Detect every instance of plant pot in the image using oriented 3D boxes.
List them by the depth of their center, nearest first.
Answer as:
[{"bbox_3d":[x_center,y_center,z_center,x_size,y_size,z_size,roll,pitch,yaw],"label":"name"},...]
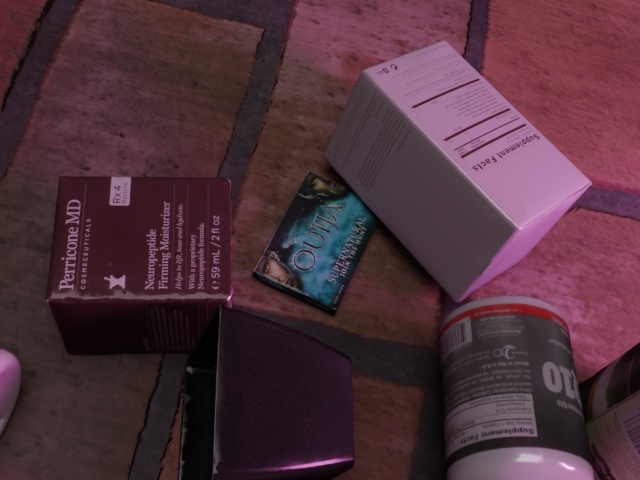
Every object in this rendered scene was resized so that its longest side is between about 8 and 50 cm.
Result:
[{"bbox_3d":[-0.060,0.202,0.869,0.167,0.187,0.188,10,59,-17],"label":"plant pot"}]

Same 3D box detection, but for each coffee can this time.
[{"bbox_3d":[0.411,0.212,0.875,0.202,0.275,0.201,4,61,-7],"label":"coffee can"}]

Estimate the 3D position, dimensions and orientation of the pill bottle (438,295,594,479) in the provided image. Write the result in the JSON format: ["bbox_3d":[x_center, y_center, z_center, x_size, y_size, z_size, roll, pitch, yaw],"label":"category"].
[{"bbox_3d":[0.224,0.221,0.885,0.161,0.161,0.283,7,52,-5],"label":"pill bottle"}]

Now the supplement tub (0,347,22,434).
[{"bbox_3d":[-0.454,0.159,0.842,0.200,0.144,0.144,20,60,3],"label":"supplement tub"}]

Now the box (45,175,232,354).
[{"bbox_3d":[-0.211,0.034,0.936,0.203,0.167,0.168,0,61,-9],"label":"box"}]

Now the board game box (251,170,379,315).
[{"bbox_3d":[0.000,0.000,1.069,0.126,0.026,0.186,24,61,4],"label":"board game box"}]

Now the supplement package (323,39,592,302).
[{"bbox_3d":[0.179,-0.099,1.052,0.175,0.177,0.293,-28,69,-35],"label":"supplement package"}]
